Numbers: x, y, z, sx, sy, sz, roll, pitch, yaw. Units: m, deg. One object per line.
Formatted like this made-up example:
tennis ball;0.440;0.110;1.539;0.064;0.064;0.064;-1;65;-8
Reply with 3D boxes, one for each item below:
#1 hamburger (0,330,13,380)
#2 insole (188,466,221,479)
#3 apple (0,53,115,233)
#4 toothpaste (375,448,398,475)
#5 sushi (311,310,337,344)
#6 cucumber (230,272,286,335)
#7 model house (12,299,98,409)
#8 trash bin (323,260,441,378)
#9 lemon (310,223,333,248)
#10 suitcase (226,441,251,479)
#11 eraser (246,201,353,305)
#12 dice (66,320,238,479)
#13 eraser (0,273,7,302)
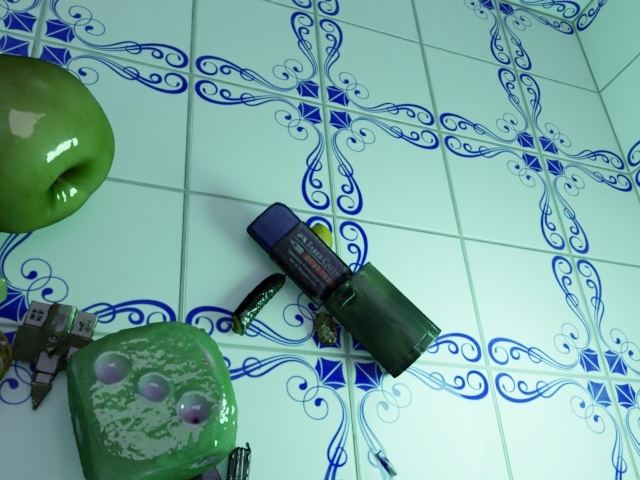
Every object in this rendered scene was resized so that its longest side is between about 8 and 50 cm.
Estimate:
hamburger;-0.837;0.228;1.502;0.245;0.211;0.260;-10;63;-8
insole;-0.297;0.567;1.675;0.110;0.012;0.309;1;60;-23
apple;-0.777;-0.257;1.713;0.474;0.473;0.473;12;55;-18
toothpaste;0.185;0.619;1.871;0.024;0.015;0.083;-25;68;-44
sushi;0.010;0.260;1.995;0.055;0.052;0.120;9;57;-39
cucumber;-0.181;0.170;1.956;0.067;0.067;0.245;37;49;1
model house;-0.649;0.282;1.614;0.181;0.176;0.248;15;71;-16
trash bin;0.182;0.233;1.999;0.301;0.203;0.252;44;12;8
lemon;0.000;0.000;2.136;0.082;0.082;0.110;-1;59;-26
suitcase;-0.205;0.572;1.669;0.059;0.086;0.126;5;56;-5
eraser;-0.060;0.036;2.043;0.155;0.101;0.332;-44;84;-8
dice;-0.388;0.388;1.543;0.330;0.318;0.322;-8;63;-27
eraser;-0.853;0.080;1.653;0.172;0.117;0.058;40;51;2
